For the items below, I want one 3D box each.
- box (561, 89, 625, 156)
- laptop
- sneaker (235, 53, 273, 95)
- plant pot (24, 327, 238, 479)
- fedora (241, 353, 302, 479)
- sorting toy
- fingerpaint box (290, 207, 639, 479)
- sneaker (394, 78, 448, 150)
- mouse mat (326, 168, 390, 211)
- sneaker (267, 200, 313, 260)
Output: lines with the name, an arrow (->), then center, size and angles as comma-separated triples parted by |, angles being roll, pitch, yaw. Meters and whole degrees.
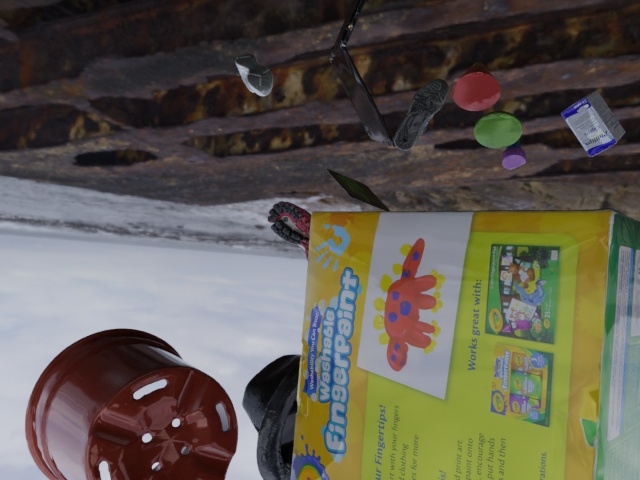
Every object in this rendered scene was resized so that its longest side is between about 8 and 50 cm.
box -> 0.694, -0.298, 1.320 | 0.126, 0.137, 0.072 | -30, 176, -45
laptop -> 0.095, -0.303, 0.817 | 0.136, 0.264, 0.234 | 23, -169, -9
sneaker -> -0.133, -0.338, 1.095 | 0.053, 0.061, 0.152 | -23, -133, -10
plant pot -> -0.270, 0.274, 0.771 | 0.272, 0.272, 0.265 | 6, 171, -34
fedora -> -0.039, 0.325, 1.035 | 0.152, 0.334, 0.334 | 17, -174, 39
sorting toy -> 0.487, -0.360, 1.450 | 0.127, 0.126, 0.365 | -14, 136, 36
fingerpaint box -> 0.150, 0.193, 0.605 | 0.371, 0.445, 0.163 | 2, 177, 45
sneaker -> 0.302, -0.387, 1.556 | 0.087, 0.227, 0.130 | 28, -149, 0
mouse mat -> 0.108, -0.145, 1.488 | 0.152, 0.007, 0.190 | 18, -158, -31
sneaker -> 0.000, 0.000, 1.380 | 0.299, 0.121, 0.112 | 44, -166, 13
